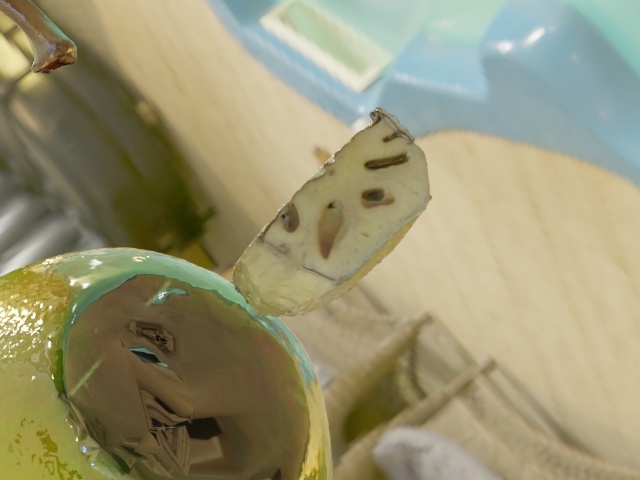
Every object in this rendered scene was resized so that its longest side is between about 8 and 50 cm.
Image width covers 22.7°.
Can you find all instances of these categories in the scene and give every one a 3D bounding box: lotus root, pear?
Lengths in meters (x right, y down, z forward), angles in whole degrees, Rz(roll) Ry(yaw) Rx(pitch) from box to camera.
[{"bbox_3d":[0.004,0.001,1.011,0.070,0.143,0.144,43,154,0],"label":"lotus root"},{"bbox_3d":[-0.151,0.151,1.366,0.399,0.399,0.165,48,142,10],"label":"pear"}]

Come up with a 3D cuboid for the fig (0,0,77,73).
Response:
[{"bbox_3d":[-0.298,-0.200,1.039,0.321,0.217,0.217,25,163,-2],"label":"fig"}]
